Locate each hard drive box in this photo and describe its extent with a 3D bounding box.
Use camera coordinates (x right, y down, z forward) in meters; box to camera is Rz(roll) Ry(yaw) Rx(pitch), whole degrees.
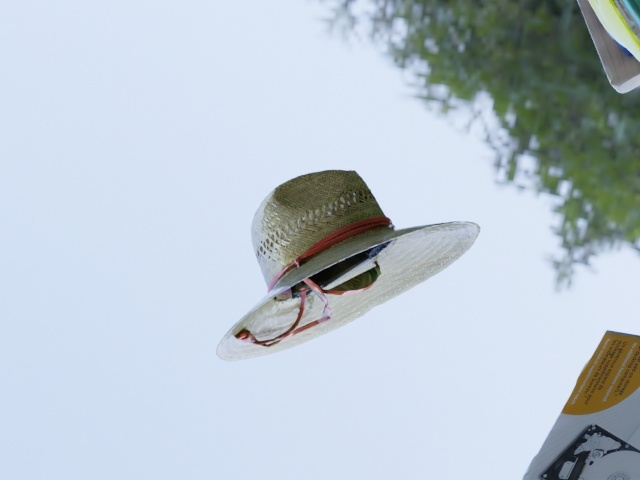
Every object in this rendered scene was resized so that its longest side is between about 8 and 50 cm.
[{"bbox_3d":[0.275,0.170,1.235,0.232,0.089,0.181,7,-129,38],"label":"hard drive box"}]

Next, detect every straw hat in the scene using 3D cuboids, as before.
[{"bbox_3d":[0.000,0.000,0.858,0.144,0.144,0.061,-19,-106,-22],"label":"straw hat"}]

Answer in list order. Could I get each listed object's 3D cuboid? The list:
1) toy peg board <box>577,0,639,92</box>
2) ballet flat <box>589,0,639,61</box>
[{"bbox_3d":[0.253,-0.225,1.326,0.160,0.079,0.161,-30,-126,22],"label":"toy peg board"},{"bbox_3d":[0.147,-0.166,0.905,0.077,0.077,0.231,-31,-94,-16],"label":"ballet flat"}]
